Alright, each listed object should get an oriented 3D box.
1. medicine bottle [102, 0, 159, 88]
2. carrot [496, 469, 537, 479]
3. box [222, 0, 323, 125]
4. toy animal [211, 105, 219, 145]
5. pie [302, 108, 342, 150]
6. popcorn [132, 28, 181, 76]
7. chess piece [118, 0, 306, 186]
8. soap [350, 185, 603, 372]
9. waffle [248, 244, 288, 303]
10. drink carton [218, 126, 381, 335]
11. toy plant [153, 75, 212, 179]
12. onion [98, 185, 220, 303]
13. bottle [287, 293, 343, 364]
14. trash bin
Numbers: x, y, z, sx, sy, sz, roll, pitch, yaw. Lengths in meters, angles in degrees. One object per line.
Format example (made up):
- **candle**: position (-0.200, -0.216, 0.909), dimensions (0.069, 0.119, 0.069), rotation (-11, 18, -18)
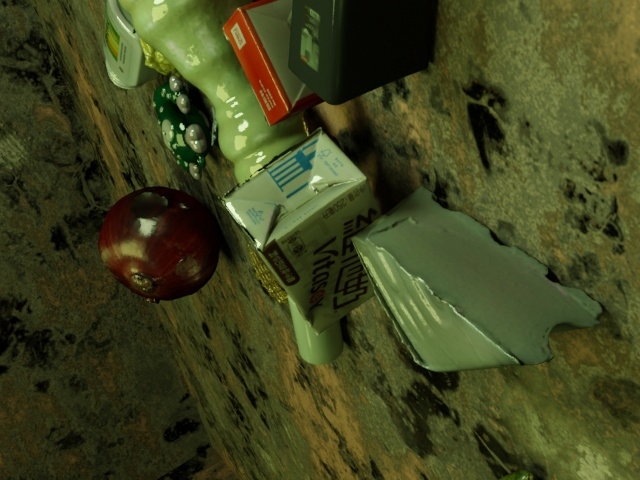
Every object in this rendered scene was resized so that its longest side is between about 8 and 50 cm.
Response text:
- **medicine bottle**: position (-0.457, -0.487, 1.912), dimensions (0.179, 0.124, 0.324), rotation (61, 159, 4)
- **carrot**: position (0.315, 0.477, 1.413), dimensions (0.074, 0.074, 0.358), rotation (52, 155, 24)
- **box**: position (-0.052, -0.288, 1.238), dimensions (0.182, 0.133, 0.099), rotation (63, 157, -4)
- **toy animal**: position (-0.132, -0.222, 1.571), dimensions (0.239, 0.177, 0.255), rotation (105, 167, -55)
- **pie**: position (0.007, -0.139, 1.281), dimensions (0.033, 0.088, 0.191), rotation (6, 170, 20)
- **popcorn**: position (-0.278, -0.397, 1.573), dimensions (0.174, 0.168, 0.195), rotation (22, 165, 0)
- **chess piece**: position (-0.150, -0.287, 1.368), dimensions (0.442, 0.234, 0.234), rotation (60, 158, -9)
- **soap**: position (0.194, 0.037, 1.061), dimensions (0.257, 0.159, 0.302), rotation (64, 157, 1)
- **waffle**: position (-0.124, 0.071, 1.938), dimensions (0.191, 0.038, 0.191), rotation (47, 154, 31)
- **drink carton**: position (0.000, 0.000, 1.256), dimensions (0.132, 0.194, 0.324), rotation (53, 175, 32)
- **toy plant**: position (-0.329, -0.272, 1.890), dimensions (0.243, 0.113, 0.232), rotation (68, 163, 1)
- **onion**: position (-0.441, -0.004, 2.190), dimensions (0.341, 0.341, 0.341), rotation (47, 154, 32)
- **bottle**: position (-0.013, 0.153, 1.703), dimensions (0.104, 0.104, 0.245), rotation (40, 150, 43)
- **trash bin**: position (0.055, -0.305, 0.953), dimensions (0.115, 0.165, 0.225), rotation (48, 152, 32)
